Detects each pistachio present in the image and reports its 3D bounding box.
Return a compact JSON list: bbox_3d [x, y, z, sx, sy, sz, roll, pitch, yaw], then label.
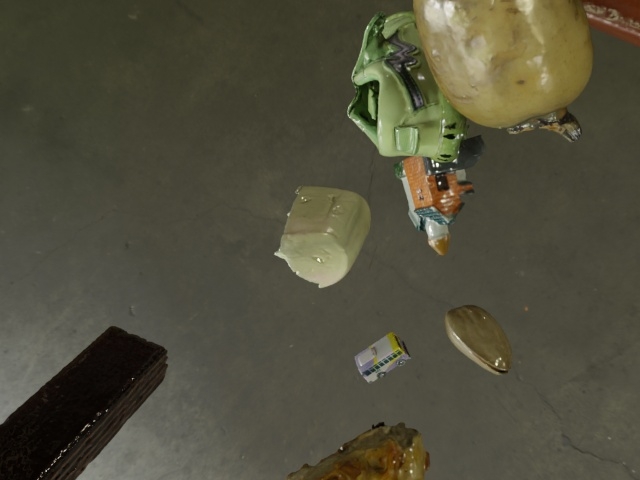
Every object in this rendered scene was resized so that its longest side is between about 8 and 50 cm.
[{"bbox_3d":[0.363,0.225,1.168,0.185,0.126,0.108,44,119,13],"label":"pistachio"}]

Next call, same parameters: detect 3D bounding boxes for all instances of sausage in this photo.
[{"bbox_3d":[0.409,-0.335,0.713,0.300,0.083,0.089,27,117,13],"label":"sausage"}]

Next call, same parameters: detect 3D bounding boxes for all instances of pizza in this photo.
[{"bbox_3d":[0.032,0.249,0.471,0.161,0.062,0.182,35,75,-23],"label":"pizza"}]

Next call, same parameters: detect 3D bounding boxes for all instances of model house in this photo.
[{"bbox_3d":[0.345,-0.115,1.417,0.190,0.271,0.301,-11,92,-12],"label":"model house"}]

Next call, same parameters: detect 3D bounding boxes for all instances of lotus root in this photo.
[{"bbox_3d":[0.152,-0.155,0.420,0.118,0.221,0.125,-31,38,14],"label":"lotus root"}]

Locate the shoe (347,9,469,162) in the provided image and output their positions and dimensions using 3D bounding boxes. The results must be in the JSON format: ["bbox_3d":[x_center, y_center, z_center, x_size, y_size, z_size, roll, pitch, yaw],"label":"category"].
[{"bbox_3d":[0.100,-0.199,0.630,0.128,0.140,0.262,0,45,-18],"label":"shoe"}]

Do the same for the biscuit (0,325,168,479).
[{"bbox_3d":[-0.351,0.259,0.665,0.107,0.388,0.073,20,124,12],"label":"biscuit"}]

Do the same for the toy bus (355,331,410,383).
[{"bbox_3d":[0.120,0.233,1.014,0.102,0.052,0.058,-36,125,13],"label":"toy bus"}]

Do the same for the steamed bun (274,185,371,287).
[{"bbox_3d":[0.000,0.000,1.148,0.200,0.170,0.225,10,41,18],"label":"steamed bun"}]
